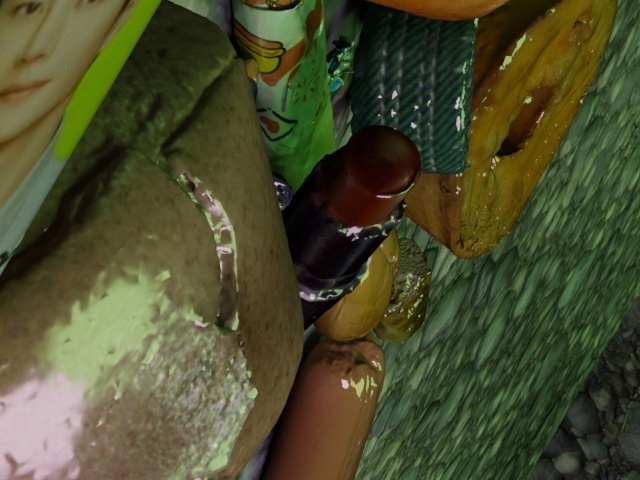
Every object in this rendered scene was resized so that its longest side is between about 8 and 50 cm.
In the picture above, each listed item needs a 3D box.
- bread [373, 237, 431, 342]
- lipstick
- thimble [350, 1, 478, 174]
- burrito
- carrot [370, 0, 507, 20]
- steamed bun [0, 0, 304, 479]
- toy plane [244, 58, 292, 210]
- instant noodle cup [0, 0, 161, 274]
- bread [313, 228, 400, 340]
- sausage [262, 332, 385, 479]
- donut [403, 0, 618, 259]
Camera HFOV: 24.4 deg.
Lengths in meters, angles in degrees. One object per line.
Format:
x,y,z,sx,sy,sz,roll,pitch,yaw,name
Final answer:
0.075,0.055,1.448,0.110,0.060,0.066,94,1,-51,bread
0.000,0.000,1.006,0.081,0.081,0.300,-53,-178,-24,lipstick
0.072,-0.116,1.111,0.118,0.090,0.135,-77,170,-49,thimble
-0.010,-0.110,1.024,0.104,0.054,0.288,-54,158,-27,burrito
0.023,-0.200,0.860,0.225,0.159,0.159,-16,132,-48,carrot
-0.122,0.043,0.719,0.301,0.199,0.252,-49,157,-28,steamed bun
-0.093,0.039,0.923,0.316,0.103,0.204,-59,-166,-9,toy plane
-0.196,-0.041,0.373,0.308,0.294,0.294,-60,162,20,instant noodle cup
0.027,0.023,1.210,0.189,0.077,0.114,88,-2,-72,bread
-0.006,0.212,1.409,0.086,0.086,0.289,-34,147,-53,sausage
0.151,-0.124,1.316,0.277,0.108,0.278,-50,158,-29,donut
